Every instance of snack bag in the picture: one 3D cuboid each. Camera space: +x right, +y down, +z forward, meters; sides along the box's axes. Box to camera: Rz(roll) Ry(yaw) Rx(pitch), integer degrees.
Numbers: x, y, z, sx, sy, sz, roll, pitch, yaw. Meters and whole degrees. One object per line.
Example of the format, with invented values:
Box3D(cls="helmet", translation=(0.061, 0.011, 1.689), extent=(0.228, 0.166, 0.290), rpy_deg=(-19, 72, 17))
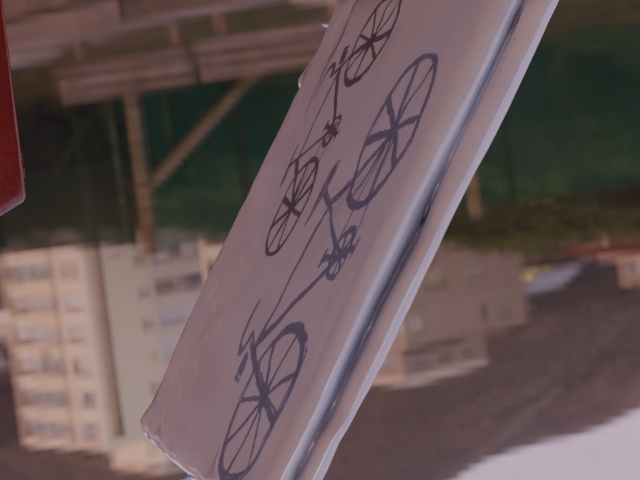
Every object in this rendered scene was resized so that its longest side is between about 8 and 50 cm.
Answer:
Box3D(cls="snack bag", translation=(0.000, 0.000, 1.092), extent=(0.037, 0.323, 0.342), rpy_deg=(26, 175, -15))

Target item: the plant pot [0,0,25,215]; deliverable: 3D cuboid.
Box3D(cls="plant pot", translation=(-0.309, -0.122, 1.173), extent=(0.236, 0.267, 0.267), rpy_deg=(-9, -136, -11))
